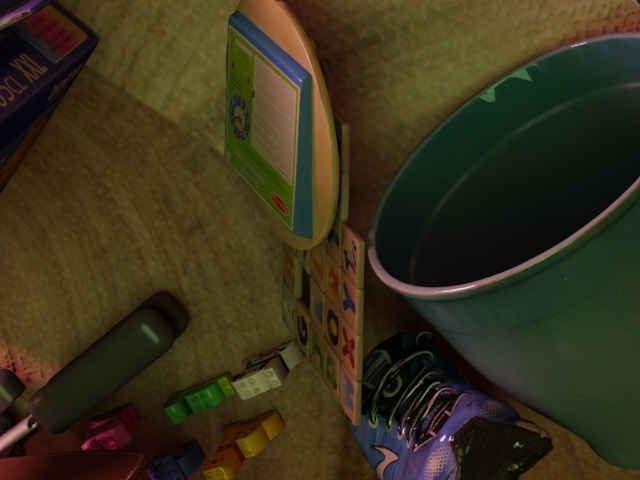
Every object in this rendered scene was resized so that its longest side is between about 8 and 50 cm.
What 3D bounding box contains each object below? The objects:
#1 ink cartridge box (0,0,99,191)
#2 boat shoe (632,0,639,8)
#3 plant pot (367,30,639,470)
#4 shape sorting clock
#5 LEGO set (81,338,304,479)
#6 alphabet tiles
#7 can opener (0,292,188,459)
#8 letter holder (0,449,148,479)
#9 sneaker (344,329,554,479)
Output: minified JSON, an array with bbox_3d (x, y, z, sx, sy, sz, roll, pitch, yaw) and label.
[{"bbox_3d":[-0.341,-0.070,1.279,0.151,0.270,0.395,35,117,-3],"label":"ink cartridge box"},{"bbox_3d":[0.304,-0.176,1.194,0.142,0.040,0.049,16,115,7],"label":"boat shoe"},{"bbox_3d":[0.217,0.026,1.195,0.271,0.272,0.255,-27,119,23],"label":"plant pot"},{"bbox_3d":[-0.030,-0.094,1.247,0.040,0.206,0.206,-10,115,-24],"label":"shape sorting clock"},{"bbox_3d":[-0.111,0.180,1.421,0.227,0.093,0.087,-24,105,22],"label":"LEGO set"},{"bbox_3d":[0.000,0.000,1.273,0.009,0.198,0.237,-7,114,-16],"label":"alphabet tiles"},{"bbox_3d":[-0.243,0.132,1.447,0.280,0.074,0.093,-33,100,24],"label":"can opener"},{"bbox_3d":[-0.234,0.259,1.389,0.301,0.214,0.152,-11,118,34],"label":"letter holder"},{"bbox_3d":[0.079,0.153,1.255,0.129,0.330,0.147,-41,88,-10],"label":"sneaker"}]
